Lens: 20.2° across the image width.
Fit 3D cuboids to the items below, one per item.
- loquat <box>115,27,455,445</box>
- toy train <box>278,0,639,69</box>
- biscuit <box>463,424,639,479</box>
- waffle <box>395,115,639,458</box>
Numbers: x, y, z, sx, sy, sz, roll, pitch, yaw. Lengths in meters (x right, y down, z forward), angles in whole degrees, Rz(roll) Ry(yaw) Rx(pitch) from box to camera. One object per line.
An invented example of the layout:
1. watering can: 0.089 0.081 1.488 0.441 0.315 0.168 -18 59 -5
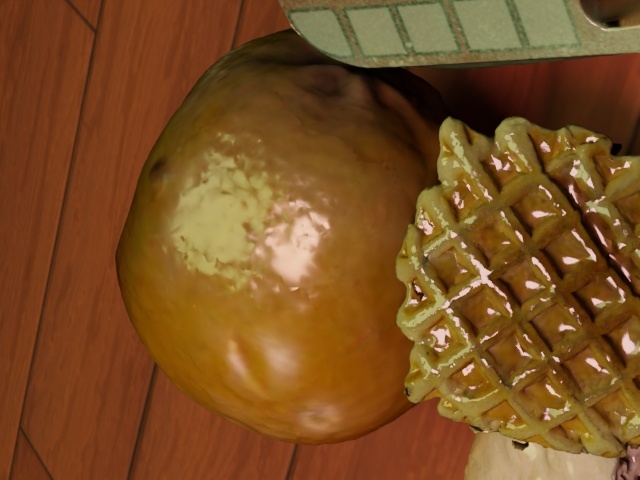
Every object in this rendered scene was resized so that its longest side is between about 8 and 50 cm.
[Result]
1. loquat: 0.000 0.000 1.253 0.276 0.276 0.284 56 143 38
2. toy train: 0.103 -0.193 1.110 0.326 0.129 0.159 0 127 36
3. biscuit: 0.166 0.170 1.233 0.188 0.040 0.265 61 139 37
4. waffle: 0.152 0.032 1.118 0.054 0.214 0.208 -41 -39 -86
